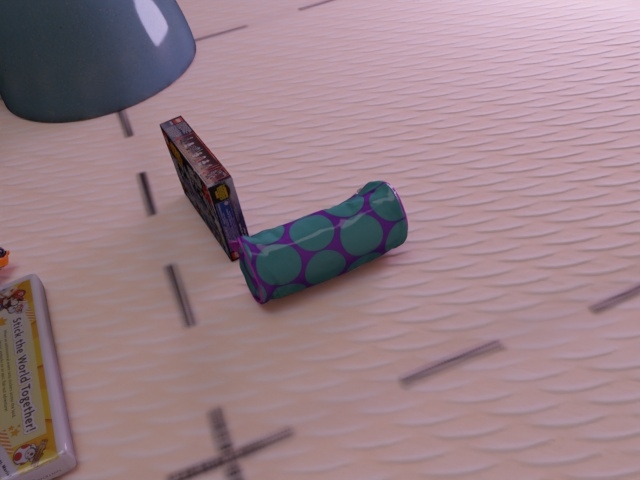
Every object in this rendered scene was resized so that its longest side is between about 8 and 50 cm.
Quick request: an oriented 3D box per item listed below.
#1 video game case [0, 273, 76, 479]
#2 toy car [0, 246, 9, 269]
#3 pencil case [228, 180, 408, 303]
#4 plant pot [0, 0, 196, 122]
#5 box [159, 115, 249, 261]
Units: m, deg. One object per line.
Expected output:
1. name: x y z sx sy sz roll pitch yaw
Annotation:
1. video game case: -0.321 0.139 0.570 0.206 0.026 0.227 -23 42 -12
2. toy car: -0.373 0.043 0.694 0.122 0.060 0.040 -20 84 15
3. pencil case: 0.000 0.000 0.620 0.152 0.064 0.070 -22 59 -12
4. plant pot: -0.341 -0.326 0.960 0.290 0.195 0.290 -6 42 6
5. box: -0.114 -0.054 0.683 0.027 0.093 0.137 -26 43 -16
